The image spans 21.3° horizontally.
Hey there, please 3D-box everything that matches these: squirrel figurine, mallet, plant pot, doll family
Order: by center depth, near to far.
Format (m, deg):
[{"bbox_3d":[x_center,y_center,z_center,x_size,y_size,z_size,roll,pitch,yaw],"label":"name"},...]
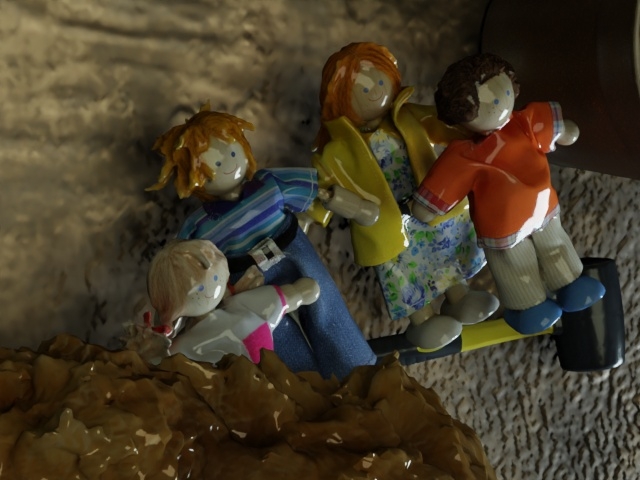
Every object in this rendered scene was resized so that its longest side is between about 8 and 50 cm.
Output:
[{"bbox_3d":[-0.128,0.187,0.663,0.370,0.281,0.397,14,114,-6],"label":"squirrel figurine"},{"bbox_3d":[0.000,0.000,0.807,0.263,0.118,0.163,-33,113,-23],"label":"doll family"},{"bbox_3d":[0.177,-0.098,0.865,0.167,0.165,0.167,-2,95,-26],"label":"plant pot"},{"bbox_3d":[0.080,0.060,0.902,0.190,0.039,0.062,-17,98,-21],"label":"mallet"}]
